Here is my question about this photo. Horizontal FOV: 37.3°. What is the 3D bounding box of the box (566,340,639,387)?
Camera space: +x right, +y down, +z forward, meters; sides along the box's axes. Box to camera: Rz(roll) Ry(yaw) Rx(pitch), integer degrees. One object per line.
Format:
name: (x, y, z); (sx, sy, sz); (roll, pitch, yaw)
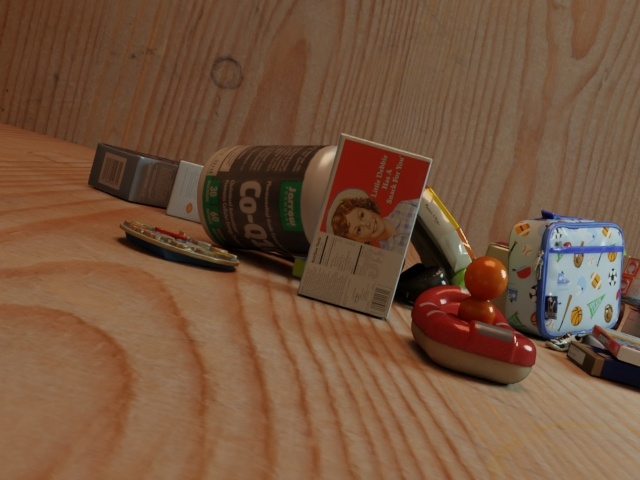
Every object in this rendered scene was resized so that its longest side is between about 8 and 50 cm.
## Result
box: (0.541, 0.224, 1.590); (0.225, 0.037, 0.136); (17, 5, -4)

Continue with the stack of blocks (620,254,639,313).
stack of blocks: (0.752, 0.132, 2.043); (0.297, 0.087, 0.171); (26, -3, -23)

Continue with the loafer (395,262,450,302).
loafer: (0.186, 0.095, 1.777); (0.080, 0.078, 0.220); (-30, 6, -9)

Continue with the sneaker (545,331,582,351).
sneaker: (0.443, 0.183, 1.725); (0.083, 0.037, 0.032); (11, 9, -34)

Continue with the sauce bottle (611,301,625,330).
sauce bottle: (0.529, 0.127, 2.214); (0.344, 0.112, 0.111); (16, 5, 3)

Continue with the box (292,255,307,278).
box: (0.026, 0.060, 1.741); (0.109, 0.043, 0.178); (17, 6, 24)

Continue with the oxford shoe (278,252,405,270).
oxford shoe: (0.000, 0.000, 1.917); (0.348, 0.123, 0.130); (15, 11, 8)

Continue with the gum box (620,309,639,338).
gum box: (0.758, 0.220, 2.042); (0.107, 0.062, 0.188); (29, -4, -36)

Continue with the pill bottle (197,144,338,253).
pill bottle: (-0.033, -0.076, 1.756); (0.360, 0.204, 0.204); (3, -3, 34)

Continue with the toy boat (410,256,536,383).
toy boat: (0.213, 0.095, 1.297); (0.150, 0.151, 0.231); (16, 5, -7)

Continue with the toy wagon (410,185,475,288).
toy wagon: (0.223, 0.015, 1.868); (0.267, 0.068, 0.344); (57, -4, 25)

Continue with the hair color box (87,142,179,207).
hair color box: (-0.365, -0.141, 2.369); (0.185, 0.114, 0.374); (20, 6, 42)

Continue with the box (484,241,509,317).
box: (0.413, 0.089, 2.040); (0.126, 0.149, 0.232); (17, 6, 15)

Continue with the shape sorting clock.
shape sorting clock: (-0.231, 0.004, 1.567); (0.206, 0.040, 0.206); (16, 5, -1)

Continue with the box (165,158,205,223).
box: (-0.259, -0.105, 2.191); (0.170, 0.130, 0.091); (15, 6, -9)

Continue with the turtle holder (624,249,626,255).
turtle holder: (0.638, 0.069, 2.497); (0.320, 0.243, 0.227); (27, 25, 20)

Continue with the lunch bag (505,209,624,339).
lunch bag: (0.482, 0.064, 1.862); (0.303, 0.243, 0.115); (0, 6, -44)

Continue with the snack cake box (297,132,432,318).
snack cake box: (0.071, -0.024, 1.519); (0.152, 0.265, 0.089); (16, 4, 4)

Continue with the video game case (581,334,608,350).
video game case: (0.624, 0.227, 1.882); (0.206, 0.026, 0.227); (16, 4, -2)

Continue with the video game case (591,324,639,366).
video game case: (0.583, 0.202, 1.616); (0.204, 0.025, 0.285); (18, 4, 7)
